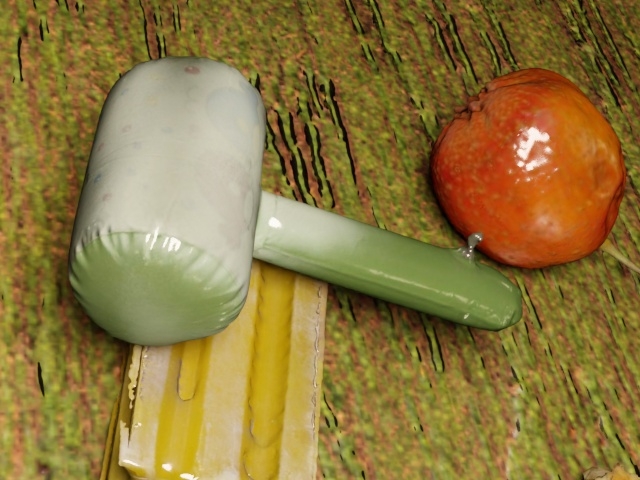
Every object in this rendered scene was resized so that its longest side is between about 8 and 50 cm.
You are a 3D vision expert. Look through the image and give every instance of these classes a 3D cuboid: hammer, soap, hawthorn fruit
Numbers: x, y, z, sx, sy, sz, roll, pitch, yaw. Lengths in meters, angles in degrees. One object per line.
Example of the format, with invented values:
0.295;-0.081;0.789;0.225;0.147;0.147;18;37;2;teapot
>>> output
0.000;0.000;0.817;0.335;0.119;0.206;17;50;-18;hammer
-0.069;0.087;0.831;0.135;0.076;0.233;14;50;-13;soap
0.219;-0.019;1.025;0.285;0.165;0.165;46;46;-18;hawthorn fruit

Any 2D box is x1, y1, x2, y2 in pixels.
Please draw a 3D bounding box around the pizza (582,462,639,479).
0.241;0.312;0.794;0.268;0.087;0.258;41;46;8;pizza
